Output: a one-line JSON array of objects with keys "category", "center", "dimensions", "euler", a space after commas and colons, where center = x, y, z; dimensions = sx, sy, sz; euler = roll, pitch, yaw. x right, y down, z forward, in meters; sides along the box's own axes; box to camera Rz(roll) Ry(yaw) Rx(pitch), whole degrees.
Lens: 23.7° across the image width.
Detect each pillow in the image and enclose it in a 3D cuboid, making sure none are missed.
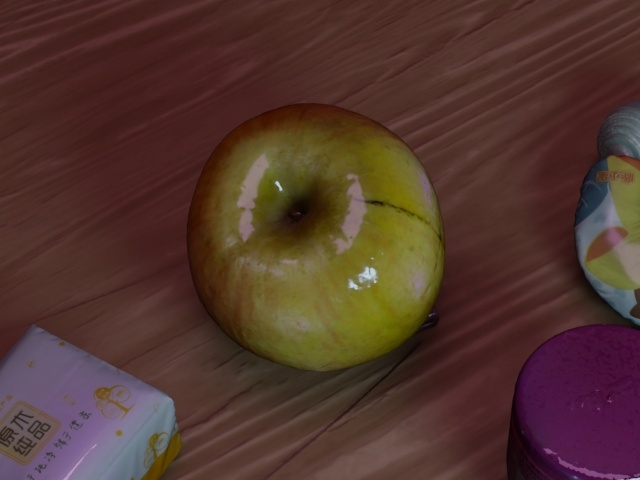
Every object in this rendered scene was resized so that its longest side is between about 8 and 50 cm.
[{"category": "pillow", "center": [0.388, -0.007, 1.648], "dimensions": [0.233, 0.086, 0.214], "euler": [-12, 69, -4]}]

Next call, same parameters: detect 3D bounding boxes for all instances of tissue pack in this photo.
[{"category": "tissue pack", "center": [-0.276, 0.225, 1.511], "dimensions": [0.185, 0.124, 0.225], "euler": [23, 56, 24]}]

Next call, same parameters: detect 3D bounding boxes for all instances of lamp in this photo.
[{"category": "lamp", "center": [0.401, -0.128, 1.761], "dimensions": [0.193, 0.106, 0.106], "euler": [-31, 55, -30]}]

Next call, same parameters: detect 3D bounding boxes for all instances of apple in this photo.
[{"category": "apple", "center": [0.000, 0.000, 1.585], "dimensions": [0.286, 0.233, 0.286], "euler": [-6, 65, 14]}]

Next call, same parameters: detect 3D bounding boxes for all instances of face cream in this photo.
[{"category": "face cream", "center": [0.264, 0.201, 1.443], "dimensions": [0.175, 0.195, 0.175], "euler": [-1, 52, 2]}]

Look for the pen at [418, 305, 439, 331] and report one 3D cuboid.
[{"category": "pen", "center": [0.072, 0.021, 1.707], "dimensions": [0.053, 0.032, 0.197], "euler": [-20, 55, -10]}]
